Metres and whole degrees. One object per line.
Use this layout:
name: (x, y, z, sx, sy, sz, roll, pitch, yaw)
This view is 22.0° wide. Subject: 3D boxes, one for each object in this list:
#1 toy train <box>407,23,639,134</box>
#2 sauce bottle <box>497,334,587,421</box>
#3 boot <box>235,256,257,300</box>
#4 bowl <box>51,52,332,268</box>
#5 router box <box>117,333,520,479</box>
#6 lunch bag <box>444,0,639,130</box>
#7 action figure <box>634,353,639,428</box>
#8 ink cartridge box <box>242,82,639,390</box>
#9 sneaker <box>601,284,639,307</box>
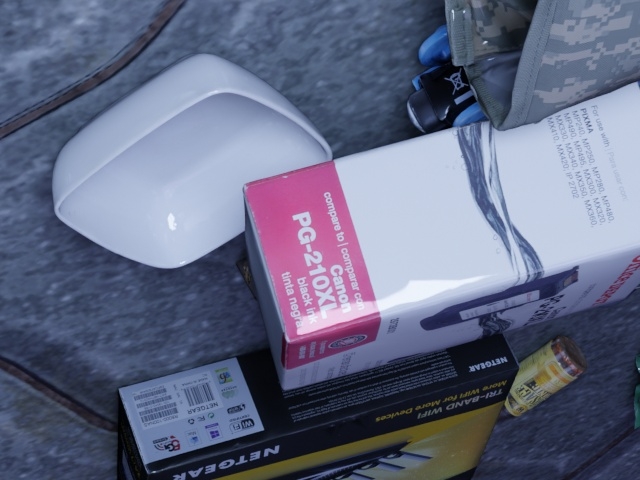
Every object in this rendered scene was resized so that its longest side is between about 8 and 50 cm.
toy train: (0.142, -0.112, 1.007, 0.184, 0.080, 0.105, -29, 159, 15)
sauce bottle: (0.178, 0.134, 1.472, 0.128, 0.042, 0.042, -40, 147, 26)
boot: (0.000, 0.000, 1.136, 0.114, 0.037, 0.106, -11, 147, -12)
bowl: (-0.078, -0.051, 0.972, 0.142, 0.053, 0.142, -33, 149, 17)
router box: (-0.011, 0.170, 1.355, 0.309, 0.081, 0.243, -14, 150, -16)
lunch bag: (0.180, -0.190, 0.813, 0.235, 0.169, 0.287, -18, 146, -9)
action figure: (0.418, 0.114, 1.599, 0.232, 0.063, 0.137, -21, 148, -11)
ink cartridge box: (0.080, 0.002, 0.989, 0.237, 0.100, 0.172, -15, 167, -6)
sneaker: (0.248, 0.009, 1.259, 0.083, 0.098, 0.223, -15, 150, -15)
